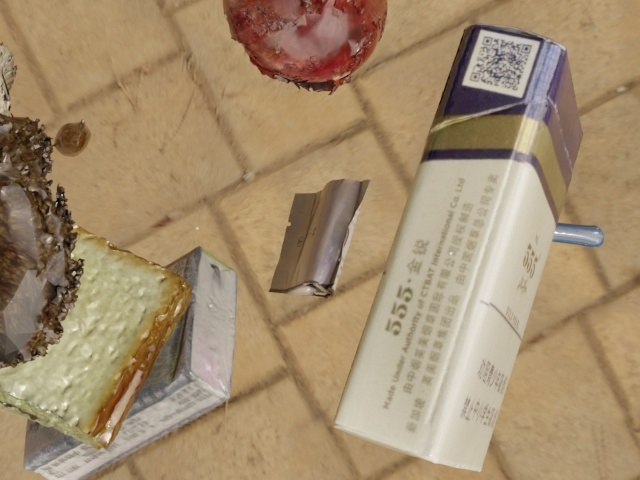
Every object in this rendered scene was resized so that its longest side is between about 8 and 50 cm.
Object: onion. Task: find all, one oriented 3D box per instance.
[{"bbox_3d":[-0.002,-0.238,0.984,0.184,0.147,0.183,-1,93,-32],"label":"onion"}]

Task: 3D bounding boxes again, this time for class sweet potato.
[{"bbox_3d":[-0.364,-0.159,1.500,0.049,0.117,0.049,7,73,-23],"label":"sweet potato"}]

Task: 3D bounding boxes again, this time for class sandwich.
[{"bbox_3d":[-0.371,0.104,1.353,0.325,0.131,0.262,26,63,1],"label":"sandwich"}]

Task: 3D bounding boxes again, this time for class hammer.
[{"bbox_3d":[0.301,-0.010,1.396,0.194,0.069,0.116,5,83,-10],"label":"hammer"}]

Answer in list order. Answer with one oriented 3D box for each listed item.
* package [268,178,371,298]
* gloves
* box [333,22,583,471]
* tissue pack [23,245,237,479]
[{"bbox_3d":[0.000,0.000,1.768,0.062,0.251,0.203,25,76,-25],"label":"package"},{"bbox_3d":[-0.325,-0.029,0.933,0.210,0.135,0.312,-35,66,13],"label":"gloves"},{"bbox_3d":[0.098,0.013,0.645,0.071,0.168,0.259,14,80,22],"label":"box"},{"bbox_3d":[-0.323,0.212,1.710,0.394,0.288,0.124,-31,128,24],"label":"tissue pack"}]
